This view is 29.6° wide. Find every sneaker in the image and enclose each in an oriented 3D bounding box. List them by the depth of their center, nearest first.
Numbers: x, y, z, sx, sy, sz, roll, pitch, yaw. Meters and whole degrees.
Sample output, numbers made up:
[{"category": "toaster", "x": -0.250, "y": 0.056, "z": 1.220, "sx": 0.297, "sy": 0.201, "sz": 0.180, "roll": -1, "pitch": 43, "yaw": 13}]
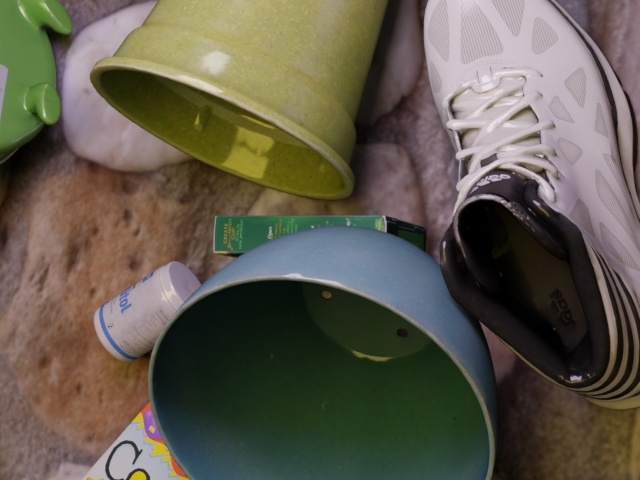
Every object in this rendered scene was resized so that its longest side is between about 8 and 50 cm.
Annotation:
[{"category": "sneaker", "x": 0.178, "y": -0.076, "z": 1.035, "sx": 0.169, "sy": 0.257, "sz": 0.447, "roll": -27, "pitch": 71, "yaw": 20}]

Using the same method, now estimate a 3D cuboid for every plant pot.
[{"category": "plant pot", "x": 0.023, "y": 0.101, "z": 1.050, "sx": 0.290, "sy": 0.195, "sz": 0.290, "roll": 9, "pitch": 124, "yaw": 14}, {"category": "plant pot", "x": -0.048, "y": -0.212, "z": 1.185, "sx": 0.276, "sy": 0.276, "sz": 0.254, "roll": 17, "pitch": 78, "yaw": 27}]

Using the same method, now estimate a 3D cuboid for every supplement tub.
[{"category": "supplement tub", "x": -0.181, "y": 0.077, "z": 1.289, "sx": 0.107, "sy": 0.071, "sz": 0.071, "roll": -33, "pitch": 69, "yaw": 17}]

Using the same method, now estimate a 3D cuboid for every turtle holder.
[{"category": "turtle holder", "x": -0.445, "y": -0.217, "z": 1.373, "sx": 0.227, "sy": 0.243, "sz": 0.320, "roll": -29, "pitch": 79, "yaw": 37}]

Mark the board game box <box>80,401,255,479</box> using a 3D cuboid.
[{"category": "board game box", "x": -0.162, "y": 0.287, "z": 1.205, "sx": 0.275, "sy": 0.144, "sz": 0.142, "roll": -48, "pitch": 65, "yaw": 11}]

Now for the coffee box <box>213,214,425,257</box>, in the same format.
[{"category": "coffee box", "x": 0.000, "y": 0.000, "z": 1.192, "sx": 0.184, "sy": 0.113, "sz": 0.040, "roll": 0, "pitch": 85, "yaw": 24}]

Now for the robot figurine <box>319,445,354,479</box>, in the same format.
[{"category": "robot figurine", "x": -0.008, "y": 0.352, "z": 1.109, "sx": 0.211, "sy": 0.085, "sz": 0.291, "roll": 28, "pitch": 85, "yaw": 34}]
